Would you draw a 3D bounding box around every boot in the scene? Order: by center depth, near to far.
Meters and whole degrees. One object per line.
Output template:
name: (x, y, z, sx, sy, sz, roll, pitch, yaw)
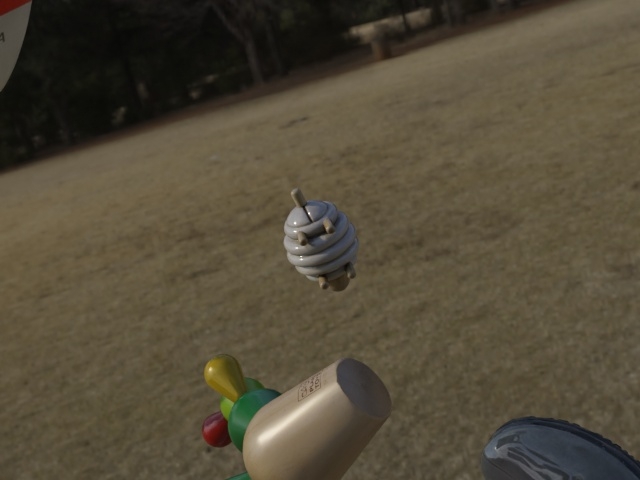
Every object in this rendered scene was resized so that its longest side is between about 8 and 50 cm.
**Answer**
boot: (0.185, 0.218, 0.644, 0.246, 0.083, 0.161, 31, 30, 32)

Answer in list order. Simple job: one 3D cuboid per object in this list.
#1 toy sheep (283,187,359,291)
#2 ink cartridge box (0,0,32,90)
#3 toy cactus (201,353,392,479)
toy sheep: (0.000, 0.000, 1.061, 0.091, 0.132, 0.091, -17, 25, 8)
ink cartridge box: (-0.301, -0.081, 0.626, 0.385, 0.091, 0.308, -9, 26, 35)
toy cactus: (-0.043, 0.115, 0.467, 0.180, 0.112, 0.219, -46, 4, 26)
